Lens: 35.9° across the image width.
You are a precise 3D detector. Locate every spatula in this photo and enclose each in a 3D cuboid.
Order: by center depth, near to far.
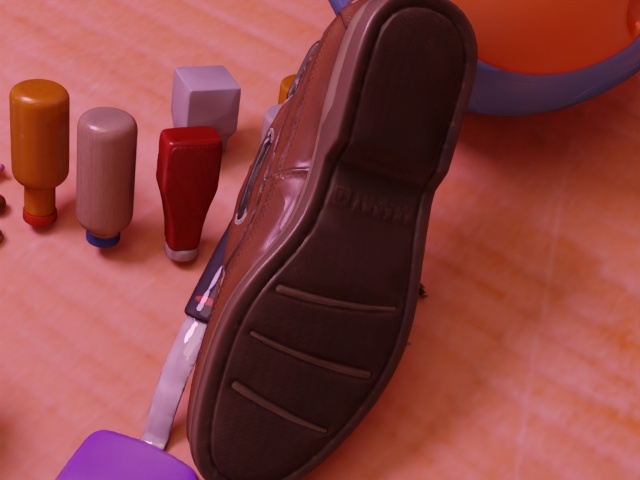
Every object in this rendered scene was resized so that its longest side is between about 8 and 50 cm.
[{"bbox_3d":[-0.083,0.074,0.617,0.084,0.030,0.296,20,70,16],"label":"spatula"}]

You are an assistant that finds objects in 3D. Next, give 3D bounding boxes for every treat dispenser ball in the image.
[{"bbox_3d":[0.136,-0.232,0.692,0.288,0.288,0.288,-1,53,2],"label":"treat dispenser ball"}]

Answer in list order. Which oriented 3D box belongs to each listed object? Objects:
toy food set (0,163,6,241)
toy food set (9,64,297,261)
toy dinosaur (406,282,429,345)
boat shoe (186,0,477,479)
[{"bbox_3d":[-0.267,-0.033,0.727,0.078,0.019,0.122,-23,56,-14],"label":"toy food set"},{"bbox_3d":[-0.097,-0.053,0.709,0.232,0.105,0.111,-7,37,-25],"label":"toy food set"},{"bbox_3d":[0.033,0.050,0.654,0.082,0.047,0.090,-39,27,-14],"label":"toy dinosaur"},{"bbox_3d":[0.000,0.000,0.598,0.110,0.104,0.307,26,88,-26],"label":"boat shoe"}]
